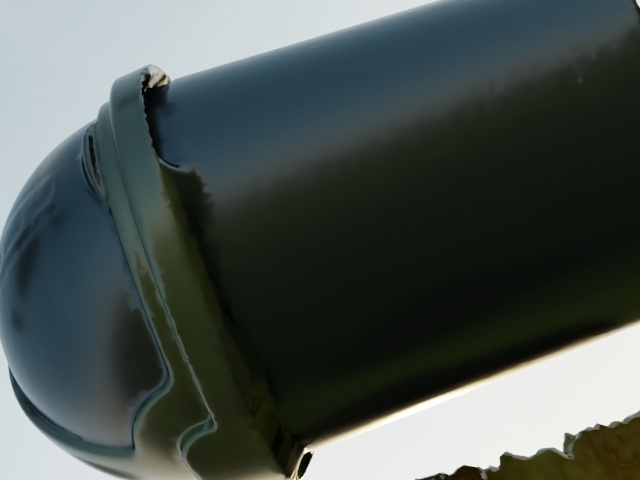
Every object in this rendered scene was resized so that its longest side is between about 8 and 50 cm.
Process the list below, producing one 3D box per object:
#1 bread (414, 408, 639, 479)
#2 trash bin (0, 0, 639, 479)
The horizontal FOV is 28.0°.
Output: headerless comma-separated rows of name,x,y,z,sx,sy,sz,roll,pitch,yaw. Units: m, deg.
bread,0.123,0.254,0.730,0.194,0.179,0.340,-16,-33,-21
trash bin,0.000,0.000,0.617,0.214,0.334,0.214,-18,-90,-84
